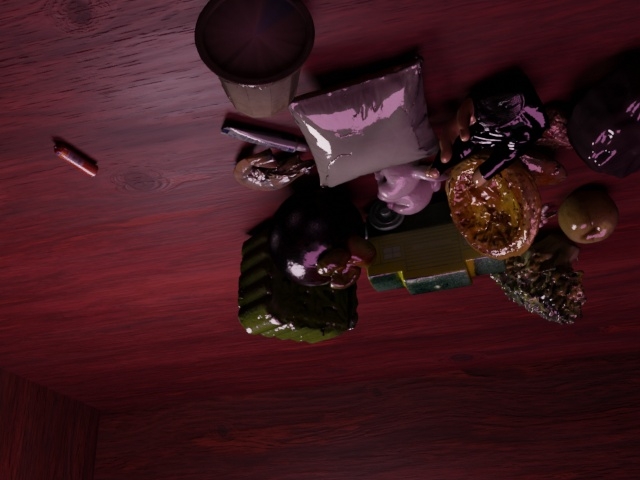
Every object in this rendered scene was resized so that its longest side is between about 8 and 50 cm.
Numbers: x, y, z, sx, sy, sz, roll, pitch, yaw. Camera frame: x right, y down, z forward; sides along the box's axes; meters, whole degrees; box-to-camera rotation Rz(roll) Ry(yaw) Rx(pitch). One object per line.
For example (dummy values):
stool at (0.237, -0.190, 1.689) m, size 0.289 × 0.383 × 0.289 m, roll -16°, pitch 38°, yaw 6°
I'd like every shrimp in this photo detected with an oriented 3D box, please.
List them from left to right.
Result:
shrimp at (-0.124, -0.184, 1.702) m, size 0.145 × 0.059 × 0.254 m, roll 23°, pitch 156°, yaw -30°
shrimp at (0.486, -0.196, 1.731) m, size 0.294 × 0.062 × 0.154 m, roll 23°, pitch 160°, yaw -18°

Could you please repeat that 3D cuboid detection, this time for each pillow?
pillow at (0.105, -0.252, 1.527) m, size 0.310 × 0.119 × 0.312 m, roll -18°, pitch 143°, yaw 9°

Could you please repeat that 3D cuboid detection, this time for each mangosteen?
mangosteen at (0.000, 0.000, 1.837) m, size 0.288 × 0.288 × 0.288 m, roll -2°, pitch 153°, yaw -1°

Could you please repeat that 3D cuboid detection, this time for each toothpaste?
toothpaste at (-0.128, -0.241, 1.630) m, size 0.216 × 0.037 × 0.062 m, roll 9°, pitch 168°, yaw -18°

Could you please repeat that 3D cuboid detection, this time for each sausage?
sausage at (-0.601, -0.199, 1.670) m, size 0.034 × 0.034 × 0.129 m, roll -16°, pitch 150°, yaw 24°

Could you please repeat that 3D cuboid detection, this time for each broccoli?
broccoli at (0.680, 0.119, 2.163) m, size 0.324 × 0.334 × 0.272 m, roll -11°, pitch 123°, yaw -26°

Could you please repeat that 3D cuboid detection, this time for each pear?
pear at (0.755, -0.070, 1.939) m, size 0.167 × 0.136 × 0.167 m, roll -2°, pitch 149°, yaw -1°

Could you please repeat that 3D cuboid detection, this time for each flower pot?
flower pot at (-0.123, -0.337, 1.292) m, size 0.212 × 0.212 × 0.202 m, roll 0°, pitch 162°, yaw -5°

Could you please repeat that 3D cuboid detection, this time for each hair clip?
hair clip at (0.619, -0.043, 2.066) m, size 0.056 × 0.062 × 0.214 m, roll 42°, pitch 131°, yaw -13°

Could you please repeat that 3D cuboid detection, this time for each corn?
corn at (0.605, -0.256, 1.636) m, size 0.237 × 0.079 × 0.079 m, roll 12°, pitch 149°, yaw -36°

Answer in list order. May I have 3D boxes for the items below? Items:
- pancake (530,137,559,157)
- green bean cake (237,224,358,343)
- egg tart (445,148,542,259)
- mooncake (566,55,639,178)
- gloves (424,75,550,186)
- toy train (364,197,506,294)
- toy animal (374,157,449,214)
pancake at (0.550, -0.228, 1.744) m, size 0.115 × 0.011 × 0.115 m, roll -2°, pitch 153°, yaw -1°
green bean cake at (-0.068, 0.135, 2.042) m, size 0.319 × 0.335 × 0.218 m, roll 13°, pitch 150°, yaw -36°
egg tart at (0.438, -0.096, 1.682) m, size 0.115 × 0.290 × 0.290 m, roll -24°, pitch 166°, yaw -32°
mooncake at (0.691, -0.261, 1.493) m, size 0.283 × 0.141 × 0.283 m, roll -15°, pitch 145°, yaw -11°
gloves at (0.365, -0.230, 1.535) m, size 0.301 × 0.152 × 0.197 m, roll -35°, pitch 110°, yaw 9°
toy train at (0.314, 0.004, 1.893) m, size 0.442 × 0.272 × 0.179 m, roll -11°, pitch 155°, yaw 15°
toy animal at (0.227, -0.155, 1.732) m, size 0.178 × 0.127 × 0.193 m, roll -7°, pitch 151°, yaw 4°
